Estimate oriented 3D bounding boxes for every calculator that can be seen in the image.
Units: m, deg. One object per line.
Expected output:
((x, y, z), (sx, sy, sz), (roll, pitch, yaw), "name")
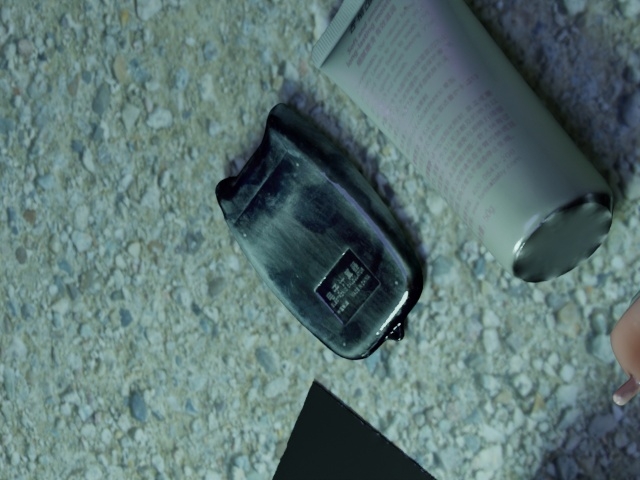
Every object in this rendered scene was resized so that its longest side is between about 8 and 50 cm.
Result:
((0.000, 0.000, 1.969), (0.268, 0.040, 0.177), (48, 128, 15), "calculator")

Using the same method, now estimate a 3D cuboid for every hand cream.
((0.129, -0.120, 1.798), (0.358, 0.118, 0.185), (54, 130, 26), "hand cream")

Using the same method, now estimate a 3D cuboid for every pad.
((0.017, 0.363, 2.055), (0.248, 0.007, 0.367), (37, 121, 28), "pad")

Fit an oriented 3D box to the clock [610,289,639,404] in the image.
((0.348, 0.056, 1.562), (0.142, 0.241, 0.227), (50, 125, 16), "clock")
